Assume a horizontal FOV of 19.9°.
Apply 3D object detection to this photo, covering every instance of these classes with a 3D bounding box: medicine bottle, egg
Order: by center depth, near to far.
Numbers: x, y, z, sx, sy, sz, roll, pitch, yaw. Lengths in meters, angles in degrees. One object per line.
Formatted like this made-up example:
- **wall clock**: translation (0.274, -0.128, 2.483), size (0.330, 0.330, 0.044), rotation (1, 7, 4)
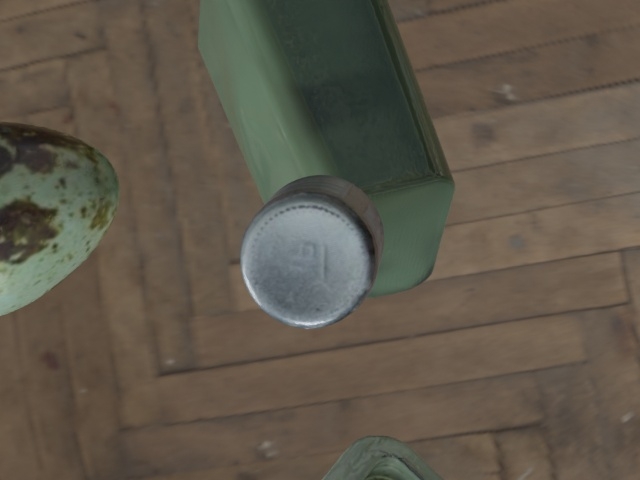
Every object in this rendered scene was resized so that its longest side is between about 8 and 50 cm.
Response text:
- **medicine bottle**: translation (0.000, 0.000, 1.146), size (0.083, 0.203, 0.083), rotation (1, 97, 5)
- **egg**: translation (-0.284, -0.020, 1.561), size (0.231, 0.169, 0.169), rotation (-16, 85, -1)

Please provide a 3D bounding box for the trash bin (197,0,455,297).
- **trash bin**: translation (-0.002, -0.130, 1.793), size (0.158, 0.223, 0.343), rotation (-12, 61, -13)

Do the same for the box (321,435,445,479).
- **box**: translation (-0.008, 0.326, 1.452), size (0.175, 0.312, 0.182), rotation (43, 138, 1)
